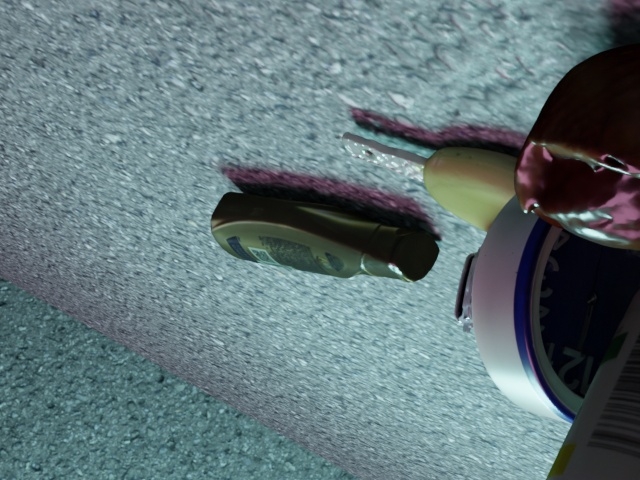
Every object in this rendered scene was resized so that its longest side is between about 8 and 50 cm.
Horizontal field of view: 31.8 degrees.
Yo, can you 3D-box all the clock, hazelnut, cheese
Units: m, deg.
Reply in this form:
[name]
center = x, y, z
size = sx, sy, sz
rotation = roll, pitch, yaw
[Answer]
[clock]
center = 0.243, 0.052, 1.021
size = 0.230, 0.230, 0.083
rotation = 43, 161, -30
[hazelnut]
center = 0.244, -0.058, 0.857
size = 0.170, 0.161, 0.202
rotation = 21, 153, 22
[cheese]
center = 0.133, -0.065, 1.175
size = 0.255, 0.050, 0.127
rotation = 22, 161, 29

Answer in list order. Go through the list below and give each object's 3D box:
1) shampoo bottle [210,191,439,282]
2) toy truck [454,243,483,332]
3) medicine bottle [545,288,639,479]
[shampoo bottle]
center = 0.000, 0.000, 1.479
size = 0.350, 0.084, 0.125
rotation = 9, 154, 47
[toy truck]
center = 0.266, 0.075, 1.165
size = 0.253, 0.114, 0.124
rotation = 15, 170, -9
[medicine bottle]
center = 0.332, 0.129, 0.911
size = 0.208, 0.340, 0.208
rotation = 27, 160, 11
